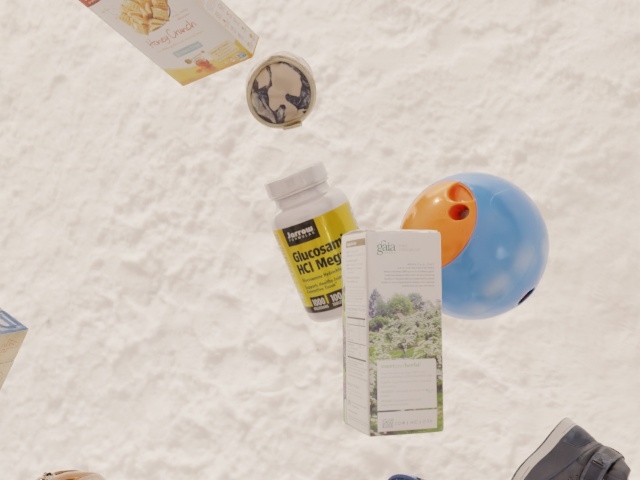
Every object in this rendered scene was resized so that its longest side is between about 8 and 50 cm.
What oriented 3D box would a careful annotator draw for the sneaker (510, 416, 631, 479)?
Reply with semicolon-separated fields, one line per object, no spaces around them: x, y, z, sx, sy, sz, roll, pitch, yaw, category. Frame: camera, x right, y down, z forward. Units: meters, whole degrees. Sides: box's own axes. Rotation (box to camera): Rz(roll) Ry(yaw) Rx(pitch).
0.425;0.427;1.191;0.226;0.086;0.163;-42;50;-18;sneaker

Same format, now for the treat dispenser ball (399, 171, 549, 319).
0.294;0.011;1.363;0.288;0.288;0.287;-7;76;29;treat dispenser ball

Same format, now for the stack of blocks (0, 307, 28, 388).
-0.458;0.094;0.666;0.171;0.297;0.087;31;100;16;stack of blocks

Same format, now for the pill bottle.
0.000;0.000;1.584;0.188;0.188;0.333;-18;100;26;pill bottle

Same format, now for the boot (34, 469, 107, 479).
-0.342;0.310;0.798;0.152;0.197;0.072;-13;79;55;boot

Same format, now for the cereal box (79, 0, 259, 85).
-0.234;-0.339;1.049;0.173;0.240;0.047;-10;57;40;cereal box

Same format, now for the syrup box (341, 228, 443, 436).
0.084;0.105;0.836;0.096;0.093;0.236;164;105;-73;syrup box

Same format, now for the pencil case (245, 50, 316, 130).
-0.088;-0.369;1.722;0.160;0.410;0.183;-26;105;6;pencil case

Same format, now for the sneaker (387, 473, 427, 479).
0.195;0.397;0.971;0.232;0.090;0.081;21;88;42;sneaker
